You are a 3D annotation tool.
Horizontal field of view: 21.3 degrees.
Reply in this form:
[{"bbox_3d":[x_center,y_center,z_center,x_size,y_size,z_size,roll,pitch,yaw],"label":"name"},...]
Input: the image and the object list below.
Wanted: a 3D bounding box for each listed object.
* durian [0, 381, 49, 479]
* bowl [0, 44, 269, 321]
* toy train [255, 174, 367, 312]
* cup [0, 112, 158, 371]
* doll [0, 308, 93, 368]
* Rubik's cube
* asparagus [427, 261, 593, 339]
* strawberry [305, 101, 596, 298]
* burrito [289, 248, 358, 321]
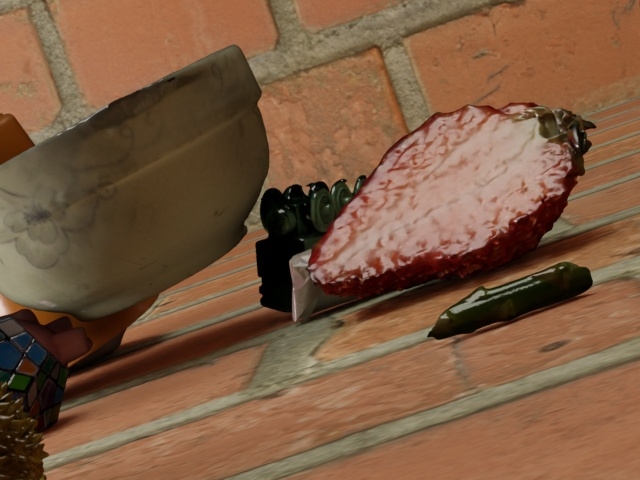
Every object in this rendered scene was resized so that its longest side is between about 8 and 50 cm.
[{"bbox_3d":[-0.275,0.124,0.914,0.193,0.137,0.237,-15,6,43],"label":"durian"},{"bbox_3d":[-0.174,-0.038,1.503,0.307,0.163,0.307,-27,8,4],"label":"bowl"},{"bbox_3d":[0.000,0.000,1.535,0.071,0.111,0.170,-1,5,27],"label":"toy train"},{"bbox_3d":[-0.311,0.026,1.694,0.226,0.264,0.182,-30,10,13],"label":"cup"},{"bbox_3d":[-0.306,0.113,1.492,0.211,0.093,0.262,-13,5,-20],"label":"doll"},{"bbox_3d":[-0.249,0.110,1.307,0.111,0.093,0.111,-18,2,1],"label":"Rubik's cube"},{"bbox_3d":[0.114,0.038,1.051,0.108,0.025,0.021,-20,14,-4],"label":"asparagus"},{"bbox_3d":[0.116,-0.018,1.357,0.236,0.106,0.175,-19,41,20],"label":"strawberry"},{"bbox_3d":[0.063,0.010,1.437,0.203,0.064,0.064,-20,4,-8],"label":"burrito"}]
